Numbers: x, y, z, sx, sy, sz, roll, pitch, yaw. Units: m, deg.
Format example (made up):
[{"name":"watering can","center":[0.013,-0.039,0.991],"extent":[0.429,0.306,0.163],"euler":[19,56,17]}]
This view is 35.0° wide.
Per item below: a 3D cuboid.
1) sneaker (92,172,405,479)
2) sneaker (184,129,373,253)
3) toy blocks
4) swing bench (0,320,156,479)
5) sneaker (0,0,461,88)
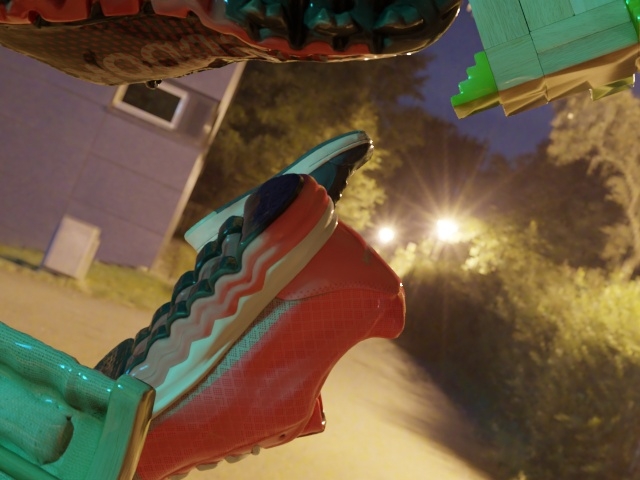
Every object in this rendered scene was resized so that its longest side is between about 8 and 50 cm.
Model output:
[{"name":"sneaker","center":[-0.069,0.108,0.662],"extent":[0.136,0.314,0.116],"euler":[39,19,-14]},{"name":"sneaker","center":[-0.001,0.001,1.016],"extent":[0.163,0.226,0.086],"euler":[53,-25,2]},{"name":"toy blocks","center":[0.290,-0.307,1.067],"extent":[0.381,0.261,0.191],"euler":[-19,-14,12]},{"name":"swing bench","center":[-0.257,0.101,0.446],"extent":[0.253,0.165,0.254],"euler":[22,7,22]},{"name":"sneaker","center":[-0.066,-0.132,0.515],"extent":[0.276,0.098,0.135],"euler":[6,-10,4]}]
